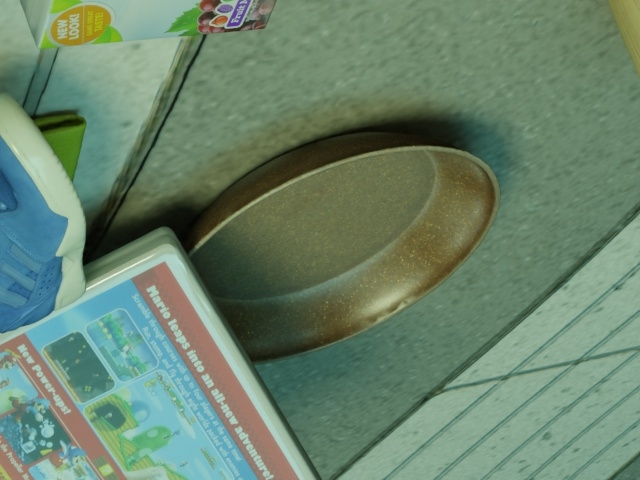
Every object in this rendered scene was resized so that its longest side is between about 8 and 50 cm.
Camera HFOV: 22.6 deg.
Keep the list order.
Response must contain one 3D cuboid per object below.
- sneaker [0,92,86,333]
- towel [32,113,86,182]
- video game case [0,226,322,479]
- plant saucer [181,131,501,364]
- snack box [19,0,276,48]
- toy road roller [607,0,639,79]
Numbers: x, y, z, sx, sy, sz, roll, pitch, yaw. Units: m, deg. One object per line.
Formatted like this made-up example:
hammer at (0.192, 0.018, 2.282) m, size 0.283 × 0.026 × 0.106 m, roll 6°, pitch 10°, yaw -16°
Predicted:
sneaker at (-0.148, 0.002, 0.679) m, size 0.084 × 0.058 × 0.152 m, roll -31°, pitch 162°, yaw -19°
towel at (-0.177, 0.023, 0.777) m, size 0.102 × 0.021 × 0.237 m, roll -16°, pitch 151°, yaw -28°
video game case at (-0.157, 0.136, 0.820) m, size 0.285 × 0.025 × 0.204 m, roll -26°, pitch 121°, yaw 3°
plant saucer at (0.000, 0.000, 0.860) m, size 0.198 × 0.036 × 0.199 m, roll -20°, pitch 152°, yaw -11°
snack box at (-0.050, -0.133, 0.587) m, size 0.100 × 0.037 × 0.141 m, roll -8°, pitch 148°, yaw -27°
toy road roller at (0.205, -0.101, 0.689) m, size 0.329 × 0.203 × 0.240 m, roll -4°, pitch 157°, yaw -36°
